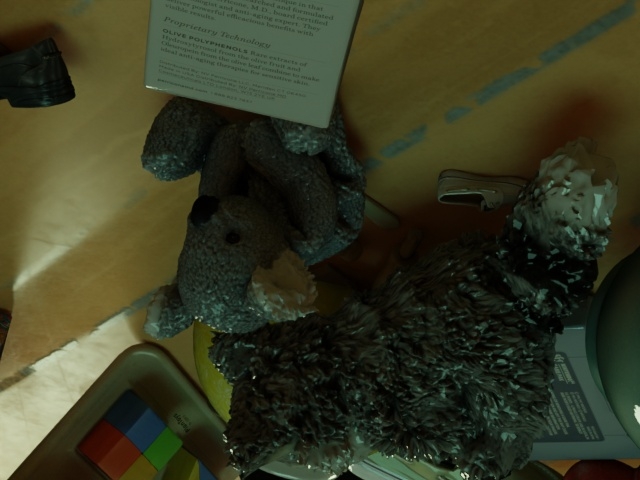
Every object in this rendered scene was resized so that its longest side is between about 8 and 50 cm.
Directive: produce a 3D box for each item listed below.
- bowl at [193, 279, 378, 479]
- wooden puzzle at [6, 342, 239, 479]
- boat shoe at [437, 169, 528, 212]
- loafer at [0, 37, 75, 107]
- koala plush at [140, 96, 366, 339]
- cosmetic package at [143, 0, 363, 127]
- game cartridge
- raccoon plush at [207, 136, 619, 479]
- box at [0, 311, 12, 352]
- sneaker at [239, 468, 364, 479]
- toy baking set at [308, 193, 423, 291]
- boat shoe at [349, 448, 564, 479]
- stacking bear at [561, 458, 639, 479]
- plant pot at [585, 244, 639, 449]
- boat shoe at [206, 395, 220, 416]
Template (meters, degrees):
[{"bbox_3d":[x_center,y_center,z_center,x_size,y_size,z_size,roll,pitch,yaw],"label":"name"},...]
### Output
[{"bbox_3d":[-0.016,0.173,1.812,0.289,0.156,0.289,11,152,6],"label":"bowl"},{"bbox_3d":[-0.252,0.335,2.028,0.080,0.348,0.322,36,166,40],"label":"wooden puzzle"},{"bbox_3d":[0.160,-0.041,1.570,0.100,0.035,0.035,10,147,2],"label":"boat shoe"},{"bbox_3d":[-0.303,-0.159,1.527,0.170,0.062,0.061,2,108,26],"label":"loafer"},{"bbox_3d":[-0.062,-0.002,1.502,0.196,0.221,0.203,-9,132,27],"label":"koala plush"},{"bbox_3d":[-0.021,-0.269,1.135,0.155,0.197,0.365,13,145,0],"label":"cosmetic package"},{"bbox_3d":[0.262,0.156,1.825,0.198,0.062,0.297,-7,143,20],"label":"game cartridge"},{"bbox_3d":[0.064,0.056,1.552,0.299,0.216,0.446,2,126,-14],"label":"raccoon plush"},{"bbox_3d":[-0.511,0.245,1.981,0.177,0.279,0.290,18,147,-7],"label":"box"},{"bbox_3d":[0.039,0.328,2.121,0.270,0.090,0.145,2,147,20],"label":"sneaker"},{"bbox_3d":[0.006,0.003,1.688,0.197,0.030,0.256,18,147,-10],"label":"toy baking set"},{"bbox_3d":[0.171,0.277,1.987,0.302,0.109,0.094,16,144,-3],"label":"boat shoe"},{"bbox_3d":[0.422,0.315,1.917,0.289,0.175,0.164,1,116,13],"label":"stacking bear"},{"bbox_3d":[0.372,0.097,1.531,0.293,0.293,0.196,30,169,-26],"label":"plant pot"},{"bbox_3d":[-0.044,0.219,1.996,0.190,0.068,0.072,25,167,15],"label":"boat shoe"}]
